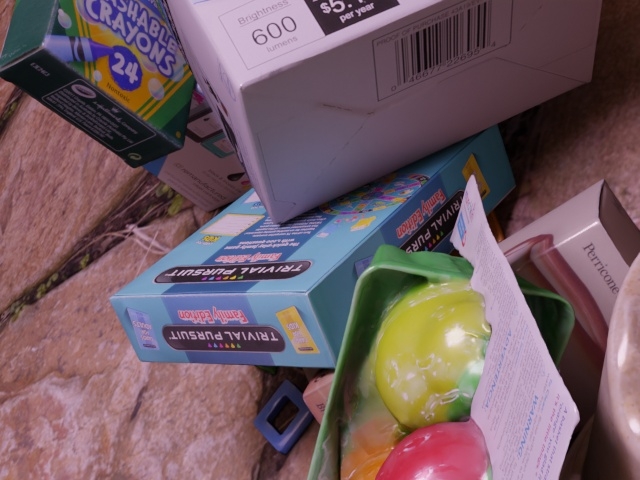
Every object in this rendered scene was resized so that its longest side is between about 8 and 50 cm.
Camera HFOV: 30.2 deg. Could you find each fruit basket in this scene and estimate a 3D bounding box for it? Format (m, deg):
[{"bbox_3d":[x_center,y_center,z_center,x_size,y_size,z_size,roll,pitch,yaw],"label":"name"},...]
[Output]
[{"bbox_3d":[0.092,0.162,0.787,0.353,0.165,0.327,-110,31,-66],"label":"fruit basket"}]

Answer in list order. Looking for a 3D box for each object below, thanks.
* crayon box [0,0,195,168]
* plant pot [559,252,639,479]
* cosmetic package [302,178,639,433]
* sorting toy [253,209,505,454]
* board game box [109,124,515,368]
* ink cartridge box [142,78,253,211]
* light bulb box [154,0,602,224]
[{"bbox_3d":[-0.225,-0.271,1.321,0.083,0.203,0.323,-19,52,34],"label":"crayon box"},{"bbox_3d":[0.283,0.128,0.679,0.333,0.305,0.334,-8,54,12],"label":"plant pot"},{"bbox_3d":[0.152,0.097,1.006,0.296,0.153,0.129,-35,5,22],"label":"cosmetic package"},{"bbox_3d":[0.039,0.068,1.249,0.347,0.047,0.196,-43,40,11],"label":"sorting toy"},{"bbox_3d":[0.000,0.000,1.163,0.253,0.079,0.336,-3,27,41],"label":"board game box"},{"bbox_3d":[-0.096,-0.199,1.458,0.270,0.198,0.197,-22,49,33],"label":"ink cartridge box"},{"bbox_3d":[0.026,-0.271,1.144,0.358,0.225,0.361,-25,60,-9],"label":"light bulb box"}]
